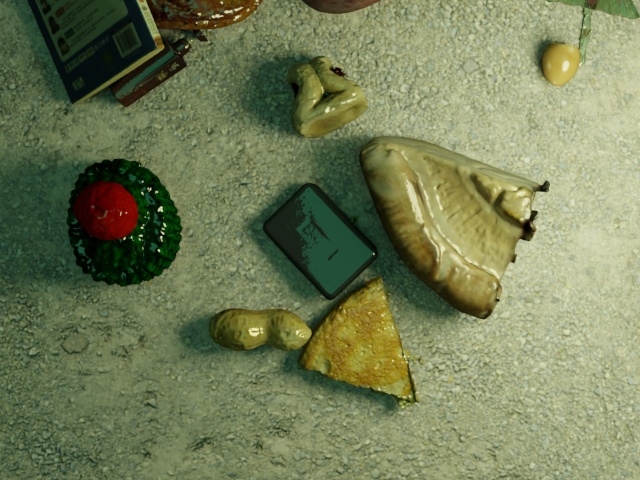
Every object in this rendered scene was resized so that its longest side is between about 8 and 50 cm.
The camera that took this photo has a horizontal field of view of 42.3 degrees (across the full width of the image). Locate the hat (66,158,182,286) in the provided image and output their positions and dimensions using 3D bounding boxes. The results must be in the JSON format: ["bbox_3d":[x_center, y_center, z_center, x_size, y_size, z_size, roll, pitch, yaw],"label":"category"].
[{"bbox_3d":[-0.429,-0.037,1.702,0.242,0.332,0.274,-31,89,0],"label":"hat"}]

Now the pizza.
[{"bbox_3d":[0.108,0.266,1.840,0.280,0.075,0.288,-40,93,6],"label":"pizza"}]

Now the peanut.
[{"bbox_3d":[-0.133,0.197,1.820,0.229,0.098,0.103,-1,55,3],"label":"peanut"}]

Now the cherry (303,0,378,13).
[{"bbox_3d":[0.066,-0.592,1.711,0.307,0.261,0.221,-8,78,-16],"label":"cherry"}]

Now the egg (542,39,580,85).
[{"bbox_3d":[0.522,-0.385,1.798,0.080,0.080,0.097,10,108,0],"label":"egg"}]

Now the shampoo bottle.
[{"bbox_3d":[-0.353,-0.385,1.819,0.236,0.068,0.067,-37,92,4],"label":"shampoo bottle"}]

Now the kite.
[{"bbox_3d":[0.592,-0.512,1.824,0.229,0.012,0.250,11,93,4],"label":"kite"}]

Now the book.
[{"bbox_3d":[-0.515,-0.541,1.750,0.300,0.039,0.428,-21,93,35],"label":"book"}]

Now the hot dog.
[{"bbox_3d":[-0.303,-0.585,1.751,0.387,0.174,0.267,2,107,1],"label":"hot dog"}]

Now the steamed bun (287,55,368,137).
[{"bbox_3d":[-0.001,-0.323,1.790,0.172,0.141,0.155,-25,79,-1],"label":"steamed bun"}]

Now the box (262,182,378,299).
[{"bbox_3d":[0.000,0.000,1.822,0.160,0.050,0.230,-44,83,3],"label":"box"}]

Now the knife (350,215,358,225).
[{"bbox_3d":[0.049,0.032,1.852,0.022,0.026,0.184,19,91,-40],"label":"knife"}]

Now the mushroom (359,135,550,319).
[{"bbox_3d":[0.244,-0.050,1.773,0.397,0.224,0.314,24,107,7],"label":"mushroom"}]
